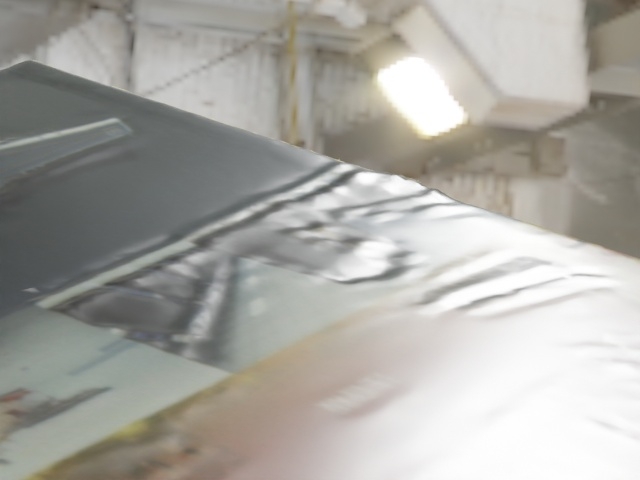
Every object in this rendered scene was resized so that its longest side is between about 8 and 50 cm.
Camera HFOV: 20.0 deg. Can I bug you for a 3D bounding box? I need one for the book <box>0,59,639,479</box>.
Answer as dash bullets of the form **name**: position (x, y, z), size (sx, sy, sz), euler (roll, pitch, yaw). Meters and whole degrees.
- **book**: position (-0.027, 0.033, 0.447), size (0.374, 0.262, 0.028), euler (19, -65, 30)
